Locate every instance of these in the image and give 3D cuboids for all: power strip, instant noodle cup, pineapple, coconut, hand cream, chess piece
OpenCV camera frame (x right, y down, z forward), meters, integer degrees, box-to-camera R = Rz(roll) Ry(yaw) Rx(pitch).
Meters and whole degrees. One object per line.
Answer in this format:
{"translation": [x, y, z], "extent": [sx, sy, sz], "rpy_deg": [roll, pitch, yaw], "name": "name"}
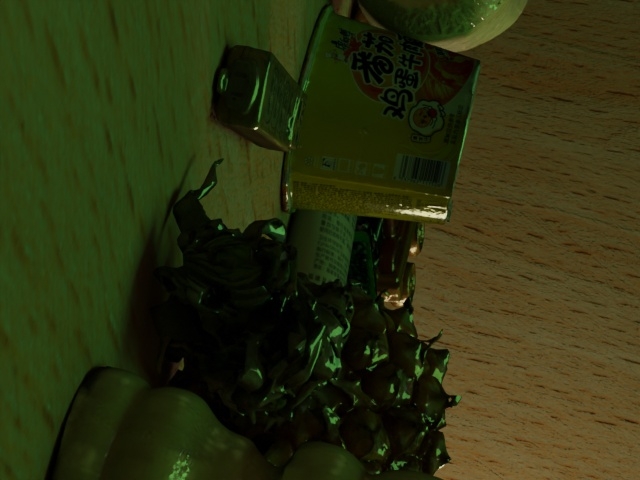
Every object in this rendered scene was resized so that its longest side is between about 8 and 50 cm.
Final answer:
{"translation": [-0.046, -0.116, 1.201], "extent": [0.305, 0.044, 0.064], "rpy_deg": [6, 96, -86], "name": "power strip"}
{"translation": [0.078, -0.140, 1.699], "extent": [0.264, 0.200, 0.264], "rpy_deg": [11, 90, -85], "name": "instant noodle cup"}
{"translation": [-0.032, 0.081, 1.037], "extent": [0.272, 0.262, 0.263], "rpy_deg": [71, 29, -57], "name": "pineapple"}
{"translation": [0.148, -0.355, 1.785], "extent": [0.244, 0.239, 0.239], "rpy_deg": [7, 96, -80], "name": "coconut"}
{"translation": [0.000, 0.000, 1.841], "extent": [0.140, 0.089, 0.314], "rpy_deg": [52, 45, -48], "name": "hand cream"}
{"translation": [-0.028, 0.169, 0.854], "extent": [0.143, 0.260, 0.143], "rpy_deg": [11, 90, -83], "name": "chess piece"}

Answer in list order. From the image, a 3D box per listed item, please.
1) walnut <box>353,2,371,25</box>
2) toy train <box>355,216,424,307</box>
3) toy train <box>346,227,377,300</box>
{"translation": [0.117, -0.301, 2.066], "extent": [0.207, 0.159, 0.159], "rpy_deg": [98, 6, -48], "name": "walnut"}
{"translation": [0.080, -0.045, 2.298], "extent": [0.369, 0.163, 0.232], "rpy_deg": [-71, 160, -51], "name": "toy train"}
{"translation": [0.022, 0.101, 1.966], "extent": [0.188, 0.132, 0.243], "rpy_deg": [93, -6, -49], "name": "toy train"}
